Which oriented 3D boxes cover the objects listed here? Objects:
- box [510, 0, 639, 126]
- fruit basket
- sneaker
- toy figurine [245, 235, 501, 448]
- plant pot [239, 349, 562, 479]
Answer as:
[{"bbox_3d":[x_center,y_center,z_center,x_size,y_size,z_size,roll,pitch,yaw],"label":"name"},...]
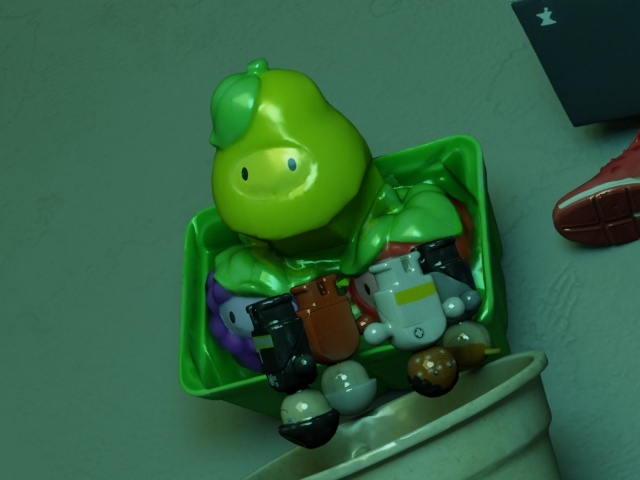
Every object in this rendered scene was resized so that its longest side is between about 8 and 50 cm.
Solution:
[{"bbox_3d":[0.395,-0.356,2.048,0.294,0.212,0.395,-9,47,25],"label":"box"},{"bbox_3d":[0.000,0.000,1.986,0.392,0.392,0.283,-16,54,21],"label":"fruit basket"},{"bbox_3d":[0.350,-0.081,2.034,0.221,0.087,0.128,-18,44,5],"label":"sneaker"},{"bbox_3d":[0.053,0.097,1.786,0.210,0.213,0.148,-18,90,17],"label":"toy figurine"},{"bbox_3d":[0.118,0.308,1.729,0.334,0.334,0.305,-25,91,15],"label":"plant pot"}]
